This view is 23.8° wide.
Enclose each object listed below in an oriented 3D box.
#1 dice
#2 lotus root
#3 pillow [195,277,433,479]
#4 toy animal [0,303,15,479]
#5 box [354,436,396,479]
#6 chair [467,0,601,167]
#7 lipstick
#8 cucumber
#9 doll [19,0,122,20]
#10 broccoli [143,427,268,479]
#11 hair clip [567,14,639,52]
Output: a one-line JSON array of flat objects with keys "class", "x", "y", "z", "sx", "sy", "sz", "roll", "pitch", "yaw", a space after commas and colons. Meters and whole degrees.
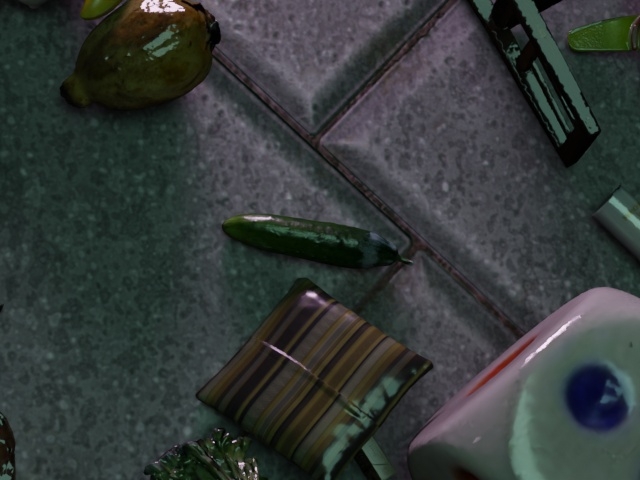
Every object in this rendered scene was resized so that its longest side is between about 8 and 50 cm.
[{"class": "dice", "x": 0.312, "y": 0.261, "z": 1.800, "sx": 0.304, "sy": 0.277, "sz": 0.304, "roll": -39, "pitch": 87, "yaw": -24}, {"class": "lotus root", "x": -0.226, "y": -0.228, "z": 1.899, "sx": 0.214, "sy": 0.138, "sz": 0.138, "roll": -34, "pitch": 84, "yaw": -9}, {"class": "pillow", "x": -0.007, "y": 0.168, "z": 1.840, "sx": 0.212, "sy": 0.052, "sz": 0.208, "roll": 33, "pitch": 67, "yaw": 22}, {"class": "toy animal", "x": -0.412, "y": 0.146, "z": 1.737, "sx": 0.272, "sy": 0.160, "sz": 0.197, "roll": 42, "pitch": 67, "yaw": -6}, {"class": "box", "x": 0.056, "y": 0.258, "z": 1.853, "sx": 0.024, "sy": 0.053, "sz": 0.083, "roll": -29, "pitch": 81, "yaw": -19}, {"class": "chair", "x": 0.331, "y": -0.347, "z": 2.007, "sx": 0.240, "sy": 0.203, "sz": 0.416, "roll": -30, "pitch": 83, "yaw": -7}, {"class": "lipstick", "x": 0.473, "y": 0.036, "z": 2.018, "sx": 0.264, "sy": 0.059, "sz": 0.059, "roll": 44, "pitch": 69, "yaw": 3}, {"class": "cucumber", "x": 0.000, "y": 0.000, "z": 1.917, "sx": 0.250, "sy": 0.056, "sz": 0.056, "roll": 9, "pitch": 72, "yaw": -10}, {"class": "doll", "x": -0.339, "y": -0.362, "z": 1.914, "sx": 0.237, "sy": 0.111, "sz": 0.252, "roll": 13, "pitch": 62, "yaw": 9}, {"class": "broccoli", "x": -0.070, "y": 0.316, "z": 1.688, "sx": 0.165, "sy": 0.304, "sz": 0.145, "roll": -42, "pitch": 126, "yaw": -25}, {"class": "hair clip", "x": 0.433, "y": -0.288, "z": 2.119, "sx": 0.188, "sy": 0.033, "sz": 0.060, "roll": -6, "pitch": 75, "yaw": -15}]
